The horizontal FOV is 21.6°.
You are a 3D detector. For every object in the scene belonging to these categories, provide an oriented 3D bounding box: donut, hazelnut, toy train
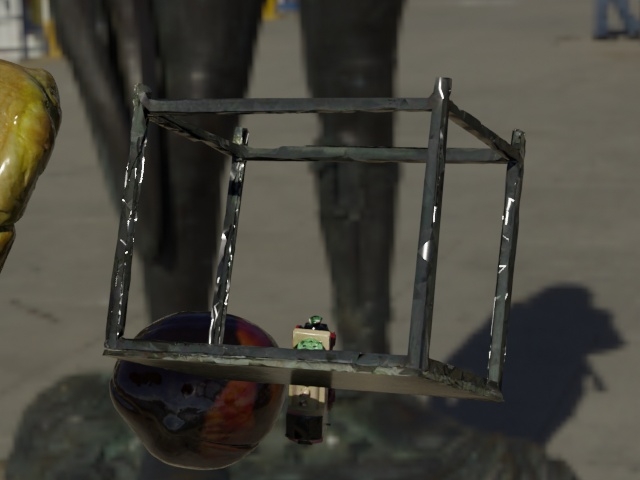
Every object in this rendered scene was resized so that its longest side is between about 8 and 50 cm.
[{"bbox_3d":[-0.335,-0.047,1.565,0.128,0.261,0.208,22,18,-12],"label":"donut"},{"bbox_3d":[-0.153,0.196,2.164,0.229,0.230,0.229,-1,11,0],"label":"hazelnut"},{"bbox_3d":[-0.012,0.156,1.870,0.050,0.138,0.087,5,27,7],"label":"toy train"}]

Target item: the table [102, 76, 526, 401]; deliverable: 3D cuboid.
[{"bbox_3d":[0.000,0.000,1.624,0.335,0.272,0.222,2,-9,27],"label":"table"}]
